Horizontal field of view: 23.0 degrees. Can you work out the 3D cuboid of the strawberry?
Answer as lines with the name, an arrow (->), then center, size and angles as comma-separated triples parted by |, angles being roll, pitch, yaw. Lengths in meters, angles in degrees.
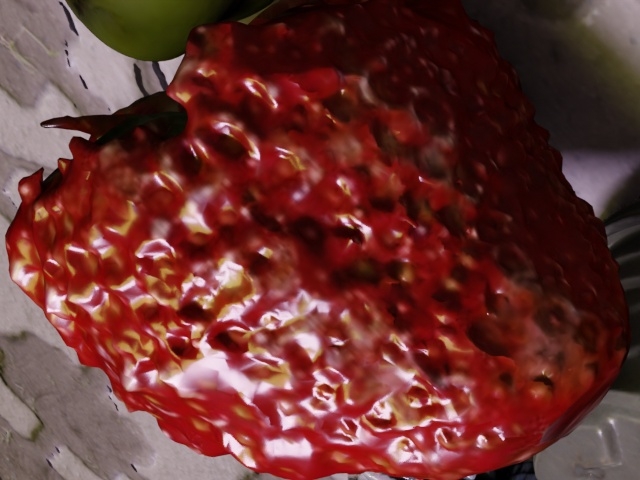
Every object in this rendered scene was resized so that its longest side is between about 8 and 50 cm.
strawberry -> 0.000, 0.001, 0.774 | 0.257, 0.261, 0.261 | 53, 148, -7

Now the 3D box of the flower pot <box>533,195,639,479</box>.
flower pot -> 0.198, 0.098, 0.785 | 0.235, 0.140, 0.235 | 28, 144, 23

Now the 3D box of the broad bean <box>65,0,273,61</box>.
broad bean -> -0.102, -0.217, 0.788 | 0.189, 0.121, 0.263 | 2, 126, 53

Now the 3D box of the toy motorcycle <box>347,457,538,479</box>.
toy motorcycle -> 0.065, 0.151, 1.025 | 0.239, 0.108, 0.204 | 36, 163, 10
